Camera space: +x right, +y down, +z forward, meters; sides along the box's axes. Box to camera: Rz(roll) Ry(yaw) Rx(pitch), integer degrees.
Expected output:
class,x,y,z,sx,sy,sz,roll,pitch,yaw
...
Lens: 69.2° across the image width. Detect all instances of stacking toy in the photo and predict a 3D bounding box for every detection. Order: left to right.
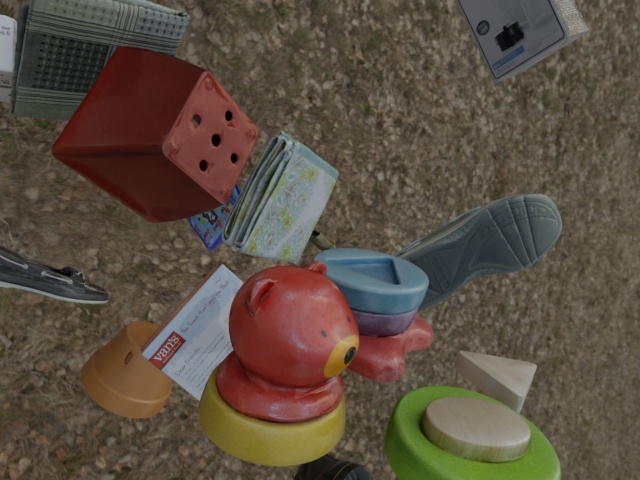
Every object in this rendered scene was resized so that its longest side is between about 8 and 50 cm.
class,x,y,z,sx,sy,sz,roll,pitch,yaw
stacking toy,0.078,0.084,0.426,0.309,0.280,0.130,-28,130,-65

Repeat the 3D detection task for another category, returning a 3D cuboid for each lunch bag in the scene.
class,x,y,z,sx,sy,sz,roll,pitch,yaw
lunch bag,-0.372,-0.126,1.615,0.138,0.293,0.221,-2,142,-50

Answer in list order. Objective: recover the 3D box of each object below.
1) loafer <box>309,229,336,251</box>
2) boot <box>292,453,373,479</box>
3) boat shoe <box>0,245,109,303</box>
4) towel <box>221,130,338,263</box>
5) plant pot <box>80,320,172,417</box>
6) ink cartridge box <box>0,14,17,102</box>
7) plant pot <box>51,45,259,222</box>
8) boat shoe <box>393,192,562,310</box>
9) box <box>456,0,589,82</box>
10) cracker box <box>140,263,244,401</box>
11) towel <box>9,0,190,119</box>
class,x,y,z,sx,sy,sz,roll,pitch,yaw
loafer,0.000,0.000,1.900,0.056,0.148,0.050,-44,145,-31
boot,-0.030,0.405,0.707,0.198,0.137,0.076,-24,96,-31
boat shoe,-0.678,0.085,1.154,0.335,0.112,0.095,24,82,-46
towel,-0.095,-0.103,1.289,0.320,0.090,0.374,-62,157,4
plant pot,-0.599,0.404,1.533,0.291,0.291,0.203,27,100,-38
ink cartridge box,-0.757,-0.391,0.993,0.199,0.273,0.114,0,91,-29
plant pot,-0.285,-0.195,0.906,0.267,0.236,0.267,46,60,-51
boat shoe,0.234,0.012,0.745,0.321,0.103,0.118,-27,101,-8
box,0.363,-0.482,0.898,0.087,0.169,0.289,-26,93,-34
cracker box,-0.110,0.167,0.657,0.232,0.067,0.155,44,70,-13
towel,-0.478,-0.389,1.000,0.324,0.312,0.056,-14,62,-49
